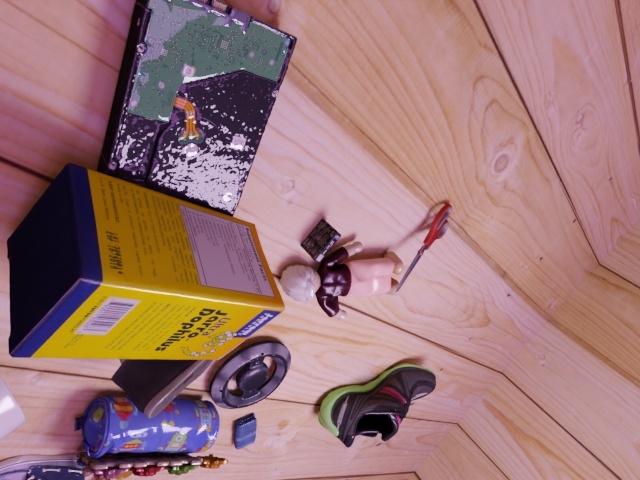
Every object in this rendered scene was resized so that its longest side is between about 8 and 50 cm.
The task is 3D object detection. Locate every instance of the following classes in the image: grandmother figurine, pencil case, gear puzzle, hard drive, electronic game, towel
[{"bbox_3d":[0.054,0.103,1.141,0.342,0.104,0.207,2,93,-35],"label":"grandmother figurine"},{"bbox_3d":[-0.381,0.426,1.026,0.306,0.119,0.133,24,91,-46],"label":"pencil case"},{"bbox_3d":[-0.378,0.523,1.052,0.339,0.175,0.044,18,68,-36],"label":"gear puzzle"},{"bbox_3d":[-0.202,-0.203,0.722,0.237,0.064,0.339,4,119,-40],"label":"hard drive"},{"bbox_3d":[-0.179,0.353,1.181,0.229,0.048,0.229,-22,133,-25],"label":"electronic game"},{"bbox_3d":[-0.221,0.560,1.322,0.067,0.029,0.119,-13,129,-30],"label":"towel"}]

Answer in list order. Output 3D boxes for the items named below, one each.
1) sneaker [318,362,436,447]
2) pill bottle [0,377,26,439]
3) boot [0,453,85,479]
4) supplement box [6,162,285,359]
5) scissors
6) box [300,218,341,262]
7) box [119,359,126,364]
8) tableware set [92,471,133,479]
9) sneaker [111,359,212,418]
[{"bbox_3d":[0.223,0.577,1.552,0.483,0.202,0.185,-12,129,-31],"label":"sneaker"},{"bbox_3d":[-0.636,0.301,0.586,0.392,0.224,0.224,-38,142,-41],"label":"pill bottle"},{"bbox_3d":[-0.592,0.506,0.949,0.190,0.086,0.069,15,112,-44],"label":"boot"},{"bbox_3d":[-0.264,0.061,0.726,0.195,0.194,0.357,-39,147,24],"label":"supplement box"},{"bbox_3d":[0.281,0.013,1.232,0.297,0.021,0.109,-44,146,-29],"label":"scissors"},{"bbox_3d":[0.000,0.000,1.033,0.083,0.067,0.018,-51,136,5],"label":"box"},{"bbox_3d":[-0.312,0.209,0.974,0.186,0.038,0.145,-47,138,1],"label":"box"},{"bbox_3d":[-0.484,0.568,1.128,0.154,0.024,0.104,-22,133,-24],"label":"tableware set"},{"bbox_3d":[-0.304,0.241,0.926,0.222,0.118,0.083,-40,163,-49],"label":"sneaker"}]
